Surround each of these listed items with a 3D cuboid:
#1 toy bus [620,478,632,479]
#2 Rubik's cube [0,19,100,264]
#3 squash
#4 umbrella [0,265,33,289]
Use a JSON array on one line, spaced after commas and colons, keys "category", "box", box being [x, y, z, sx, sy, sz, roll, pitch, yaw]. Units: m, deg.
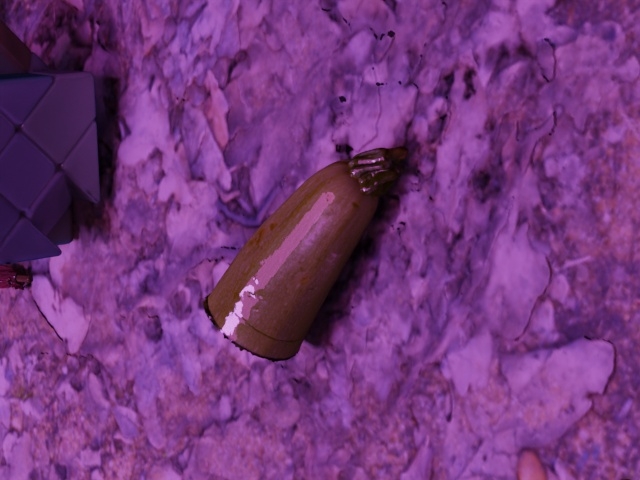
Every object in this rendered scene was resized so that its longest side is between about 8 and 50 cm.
[{"category": "toy bus", "box": [0.235, 0.320, 1.194, 0.113, 0.139, 0.301, 16, 96, 45]}, {"category": "Rubik's cube", "box": [-0.352, -0.089, 1.735, 0.213, 0.224, 0.265, 13, 106, 52]}, {"category": "squash", "box": [0.000, 0.000, 1.473, 0.224, 0.094, 0.094, -51, 57, 26]}, {"category": "umbrella", "box": [-0.349, 0.039, 1.874, 0.165, 0.025, 0.027, 3, 113, 49]}]
